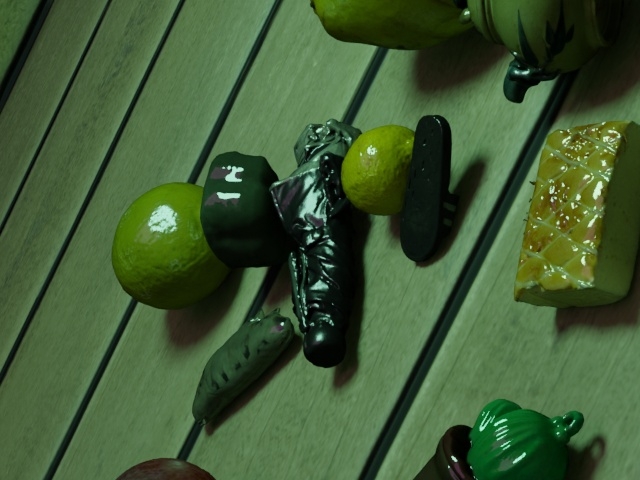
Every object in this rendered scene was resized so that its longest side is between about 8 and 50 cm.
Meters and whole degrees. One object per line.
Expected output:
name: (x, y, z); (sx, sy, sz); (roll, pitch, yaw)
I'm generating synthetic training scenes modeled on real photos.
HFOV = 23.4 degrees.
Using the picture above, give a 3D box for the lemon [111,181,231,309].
lemon: (-0.221, 0.012, 2.281); (0.248, 0.184, 0.184); (-36, 39, 44)

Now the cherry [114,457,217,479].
cherry: (-0.197, 0.385, 1.933); (0.239, 0.206, 0.239); (-60, -9, -16)

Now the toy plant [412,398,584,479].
toy plant: (0.173, 0.217, 1.507); (0.200, 0.105, 0.143); (-37, 21, 15)

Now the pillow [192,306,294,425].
pillow: (-0.109, 0.159, 2.100); (0.241, 0.051, 0.093); (-47, 32, 36)

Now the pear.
pear: (0.121, -0.371, 1.911); (0.321, 0.269, 0.269); (-36, 36, 15)

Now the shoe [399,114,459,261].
shoe: (0.140, -0.060, 1.832); (0.071, 0.049, 0.179); (23, 112, 52)

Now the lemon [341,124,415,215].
lemon: (0.082, -0.087, 1.894); (0.133, 0.109, 0.109); (-29, 44, 48)

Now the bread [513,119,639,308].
bread: (0.267, -0.025, 1.558); (0.125, 0.068, 0.188); (-12, 58, 57)

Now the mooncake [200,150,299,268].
mooncake: (-0.089, -0.044, 2.107); (0.104, 0.175, 0.168); (-7, 99, 23)

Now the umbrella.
umbrella: (0.002, -0.003, 1.976); (0.113, 0.106, 0.358); (-33, 42, 39)

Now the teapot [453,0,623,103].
teapot: (0.227, -0.282, 1.679); (0.182, 0.173, 0.269); (2, 108, 26)
